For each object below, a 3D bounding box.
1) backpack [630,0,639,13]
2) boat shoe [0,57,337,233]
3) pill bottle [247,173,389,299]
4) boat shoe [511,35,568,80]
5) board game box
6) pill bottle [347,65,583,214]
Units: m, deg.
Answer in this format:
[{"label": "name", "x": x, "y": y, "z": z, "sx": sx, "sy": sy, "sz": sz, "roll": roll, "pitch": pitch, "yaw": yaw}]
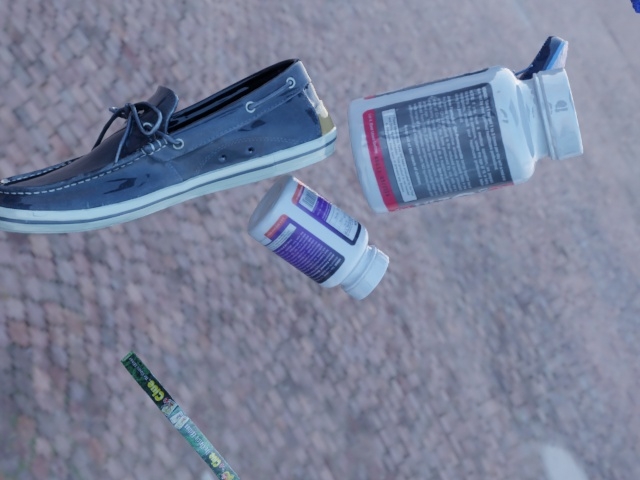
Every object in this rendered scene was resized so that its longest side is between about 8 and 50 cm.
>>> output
[{"label": "backpack", "x": 0.291, "y": -0.245, "z": 1.160, "sx": 0.120, "sy": 0.098, "sz": 0.101, "roll": 6, "pitch": 61, "yaw": -24}, {"label": "boat shoe", "x": -0.223, "y": -0.129, "z": 1.858, "sx": 0.187, "sy": 0.500, "sz": 0.156, "roll": -142, "pitch": -144, "yaw": -68}, {"label": "pill bottle", "x": 0.000, "y": 0.000, "z": 1.964, "sx": 0.193, "sy": 0.108, "sz": 0.108, "roll": 36, "pitch": 27, "yaw": -14}, {"label": "boat shoe", "x": 0.317, "y": -0.227, "z": 2.228, "sx": 0.089, "sy": 0.258, "sz": 0.109, "roll": 26, "pitch": -11, "yaw": 25}, {"label": "board game box", "x": -0.211, "y": 0.275, "z": 2.071, "sx": 0.136, "sy": 0.030, "sz": 0.260, "roll": 40, "pitch": -13, "yaw": 36}, {"label": "pill bottle", "x": 0.211, "y": -0.154, "z": 1.982, "sx": 0.176, "sy": 0.318, "sz": 0.176, "roll": -12, "pitch": 90, "yaw": -80}]
